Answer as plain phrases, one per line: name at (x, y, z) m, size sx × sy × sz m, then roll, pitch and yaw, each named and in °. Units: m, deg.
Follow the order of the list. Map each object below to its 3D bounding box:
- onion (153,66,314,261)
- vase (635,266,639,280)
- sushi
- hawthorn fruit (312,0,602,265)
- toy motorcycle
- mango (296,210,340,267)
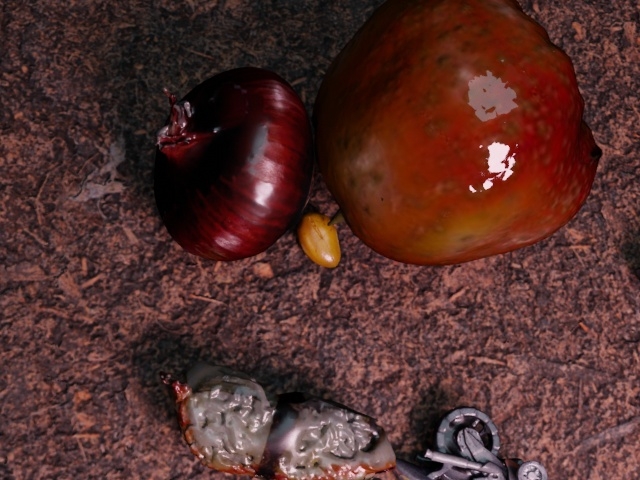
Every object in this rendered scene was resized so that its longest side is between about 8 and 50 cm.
onion at (-0.140, -0.113, 1.145) m, size 0.285 × 0.273 × 0.273 m, roll 22°, pitch 62°, yaw -44°
vase at (0.556, 0.142, 1.264) m, size 0.115 × 0.115 × 0.237 m, roll -11°, pitch 77°, yaw -13°
sushi at (-0.058, 0.245, 1.114) m, size 0.332 × 0.124 × 0.130 m, roll 14°, pitch 79°, yaw -5°
hawthorn fruit at (0.162, -0.138, 1.172) m, size 0.403 × 0.403 × 0.403 m, roll 3°, pitch 70°, yaw -8°
toy motorcycle at (0.229, 0.371, 1.124) m, size 0.173 × 0.108 × 0.307 m, roll -35°, pitch 77°, yaw -13°
mango at (0.000, 0.000, 1.252) m, size 0.060 × 0.046 × 0.089 m, roll -28°, pitch 81°, yaw -18°
